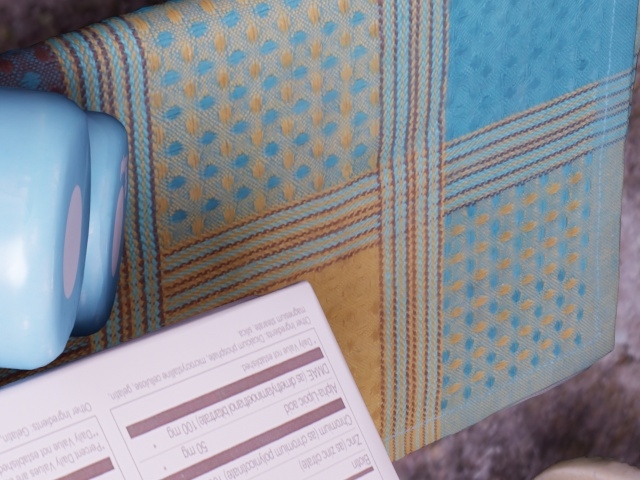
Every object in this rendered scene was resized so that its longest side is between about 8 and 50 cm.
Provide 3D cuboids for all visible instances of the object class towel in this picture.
[{"bbox_3d":[0.000,0.000,0.779,0.370,0.040,0.271,-22,127,-33],"label":"towel"}]

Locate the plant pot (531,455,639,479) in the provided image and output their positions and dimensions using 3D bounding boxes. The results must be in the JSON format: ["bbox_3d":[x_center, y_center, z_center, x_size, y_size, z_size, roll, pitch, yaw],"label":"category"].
[{"bbox_3d":[0.071,0.313,0.783,0.305,0.334,0.333,-28,115,-19],"label":"plant pot"}]

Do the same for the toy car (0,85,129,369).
[{"bbox_3d":[-0.164,-0.096,0.507,0.219,0.210,0.238,5,91,-1],"label":"toy car"}]

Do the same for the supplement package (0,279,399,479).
[{"bbox_3d":[-0.122,0.143,0.554,0.204,0.262,0.145,-19,82,-50],"label":"supplement package"}]
